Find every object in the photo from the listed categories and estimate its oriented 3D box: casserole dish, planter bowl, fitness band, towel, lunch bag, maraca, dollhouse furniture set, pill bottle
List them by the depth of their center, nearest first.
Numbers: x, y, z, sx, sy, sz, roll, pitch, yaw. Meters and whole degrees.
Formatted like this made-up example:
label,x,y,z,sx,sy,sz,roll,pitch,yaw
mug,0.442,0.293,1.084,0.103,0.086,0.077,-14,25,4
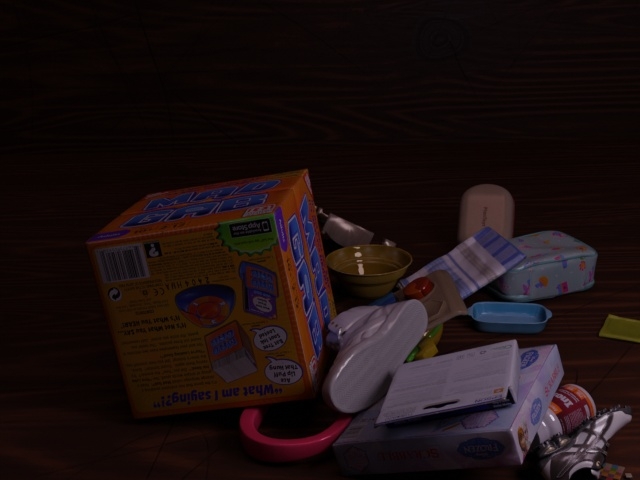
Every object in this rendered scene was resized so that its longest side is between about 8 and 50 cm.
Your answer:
label,x,y,z,sx,sy,sz,roll,pitch,yaw
pill bottle,0.403,0.313,1.569,0.152,0.086,0.086,-18,25,-37
fitness band,-0.034,0.320,1.660,0.209,0.054,0.291,0,18,14
maraca,0.195,0.201,1.900,0.127,0.099,0.186,-22,20,36
towel,0.732,0.202,1.948,0.237,0.021,0.102,8,21,27
casserole dish,0.424,0.177,2.033,0.188,0.037,0.114,2,19,9
towel,0.330,0.075,2.160,0.285,0.034,0.209,-32,23,0
planter bowl,0.120,0.087,2.242,0.217,0.090,0.217,-1,19,0
lunch bag,0.531,0.061,2.244,0.279,0.108,0.224,-9,19,-20
dollhouse furniture set,0.000,0.000,2.587,0.355,0.174,0.303,25,3,-10

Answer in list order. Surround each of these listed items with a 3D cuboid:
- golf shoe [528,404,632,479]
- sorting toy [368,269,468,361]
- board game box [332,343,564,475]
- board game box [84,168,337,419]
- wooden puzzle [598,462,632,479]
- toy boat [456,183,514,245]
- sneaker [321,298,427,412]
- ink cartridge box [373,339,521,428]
label,x,y,z,sx,sy,sz,roll,pitch,yaw
golf shoe,0.441,0.342,1.477,0.198,0.077,0.094,-25,65,-14
sorting toy,0.178,0.159,1.814,0.229,0.041,0.307,-25,21,6
board game box,0.228,0.289,1.556,0.318,0.066,0.318,-12,13,31
board game box,-0.188,0.093,1.766,0.356,0.356,0.356,-8,15,11
wooden puzzle,0.469,0.382,1.484,0.083,0.006,0.049,8,22,29
toy boat,0.460,-0.038,2.497,0.151,0.151,0.231,3,62,14
sneaker,0.062,0.218,1.686,0.169,0.108,0.292,-8,24,45
ink cartridge box,0.214,0.248,1.481,0.223,0.045,0.224,-15,13,21
